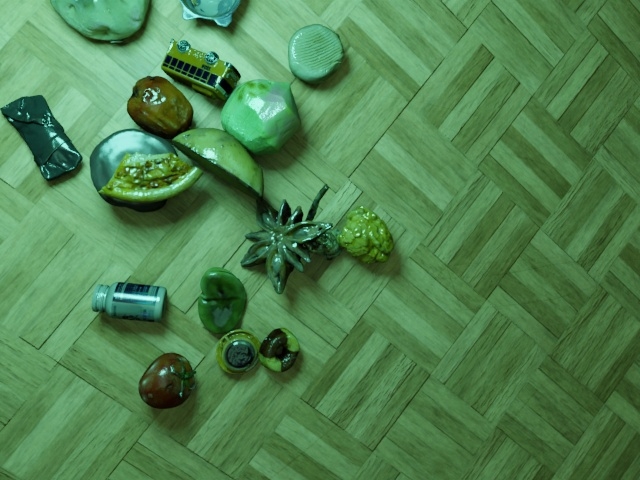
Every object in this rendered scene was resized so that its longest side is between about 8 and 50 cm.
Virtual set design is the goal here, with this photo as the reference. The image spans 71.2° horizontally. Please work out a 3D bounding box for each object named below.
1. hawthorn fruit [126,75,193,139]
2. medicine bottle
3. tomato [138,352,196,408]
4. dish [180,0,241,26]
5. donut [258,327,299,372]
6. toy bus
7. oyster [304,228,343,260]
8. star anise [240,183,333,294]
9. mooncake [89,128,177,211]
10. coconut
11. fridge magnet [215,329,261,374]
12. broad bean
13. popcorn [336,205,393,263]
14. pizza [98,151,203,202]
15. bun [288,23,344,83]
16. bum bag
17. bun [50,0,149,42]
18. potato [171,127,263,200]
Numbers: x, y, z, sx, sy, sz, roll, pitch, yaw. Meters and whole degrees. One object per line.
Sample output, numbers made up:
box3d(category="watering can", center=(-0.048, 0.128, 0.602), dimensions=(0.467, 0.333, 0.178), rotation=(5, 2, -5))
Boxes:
box3d(category="hawthorn fruit", center=(-0.454, -0.380, 1.273), dimensions=(0.179, 0.173, 0.174), rotation=(17, 90, -11))
box3d(category="medicine bottle", center=(-0.556, 0.179, 1.310), dimensions=(0.191, 0.107, 0.107), rotation=(8, 92, -12))
box3d(category="tomato", center=(-0.458, 0.420, 1.327), dimensions=(0.167, 0.167, 0.168), rotation=(-1, 93, -11))
box3d(category="dish", center=(-0.339, -0.741, 1.314), dimensions=(0.227, 0.086, 0.237), rotation=(0, 93, -10))
box3d(category="donut", center=(-0.125, 0.351, 1.418), dimensions=(0.140, 0.059, 0.141), rotation=(-5, 101, -28))
box3d(category="toy bus", center=(-0.345, -0.487, 1.291), dimensions=(0.200, 0.098, 0.114), rotation=(25, 91, 9))
box3d(category="oyster", center=(-0.001, 0.003, 1.440), dimensions=(0.165, 0.053, 0.109), rotation=(13, 87, -10))
box3d(category="star anise", center=(-0.102, -0.013, 1.357), dimensions=(0.292, 0.109, 0.350), rotation=(11, 90, 18))
box3d(category="mooncake", center=(-0.522, -0.198, 1.282), dimensions=(0.244, 0.133, 0.245), rotation=(-1, 93, -13))
box3d(category="coconut", center=(-0.164, -0.371, 1.313), dimensions=(0.204, 0.236, 0.236), rotation=(38, 85, -38))
box3d(category="fridge magnet", center=(-0.256, 0.351, 1.404), dimensions=(0.142, 0.063, 0.143), rotation=(0, 91, -14))
box3d(category="broad bean", center=(-0.307, 0.184, 1.389), dimensions=(0.153, 0.072, 0.207), rotation=(-10, 107, -8))
box3d(category="popcorn", center=(0.146, -0.011, 1.418), dimensions=(0.163, 0.140, 0.194), rotation=(-34, 106, -35))
box3d(category="pizza", center=(-0.456, -0.171, 1.213), dimensions=(0.270, 0.056, 0.135), rotation=(-4, 102, -22))
box3d(category="bun", center=(-0.018, -0.568, 1.376), dimensions=(0.173, 0.113, 0.167), rotation=(5, 99, -13))
box3d(category="bum bag", center=(-0.784, -0.295, 1.261), dimensions=(0.123, 0.060, 0.248), rotation=(-34, 98, -7))
box3d(category="bun", center=(-0.604, -0.693, 1.224), dimensions=(0.272, 0.168, 0.273), rotation=(0, 88, -6))
box3d(category="potato", center=(-0.270, -0.235, 1.286), dimensions=(0.299, 0.239, 0.116), rotation=(34, 79, -6))
